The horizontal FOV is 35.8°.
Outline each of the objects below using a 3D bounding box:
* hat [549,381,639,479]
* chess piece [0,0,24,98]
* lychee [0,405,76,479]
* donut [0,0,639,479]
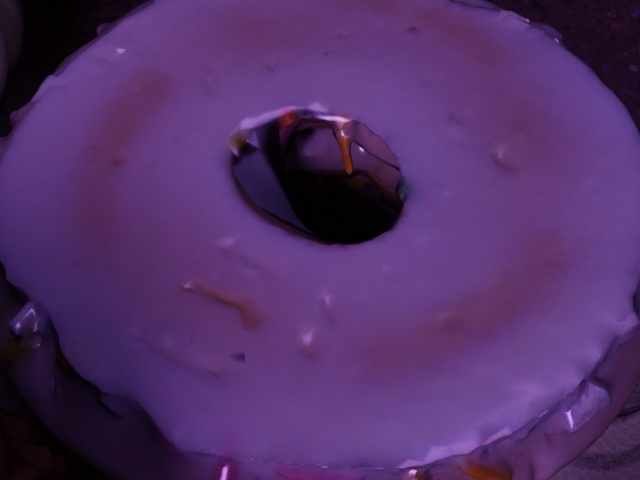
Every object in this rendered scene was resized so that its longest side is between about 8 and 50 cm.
[{"bbox_3d":[0.184,0.057,0.665,0.252,0.110,0.252,12,51,-15],"label":"hat"},{"bbox_3d":[-0.248,-0.051,0.510,0.144,0.144,0.251,13,43,-15],"label":"chess piece"},{"bbox_3d":[-0.210,0.151,0.329,0.267,0.267,0.267,11,53,-16],"label":"lychee"},{"bbox_3d":[0.000,0.000,0.560,0.382,0.142,0.383,0,54,0],"label":"donut"}]
